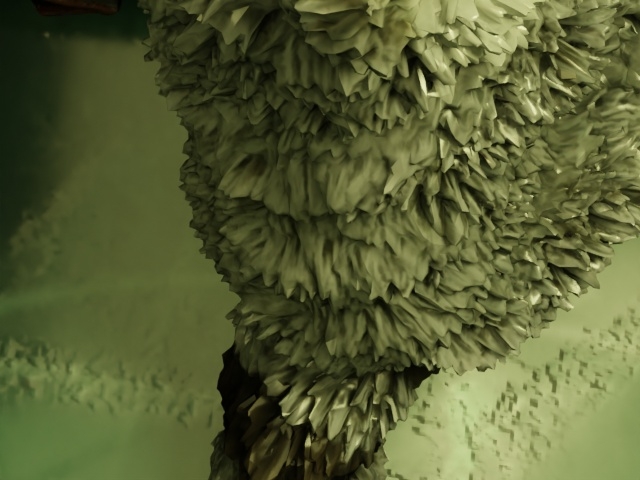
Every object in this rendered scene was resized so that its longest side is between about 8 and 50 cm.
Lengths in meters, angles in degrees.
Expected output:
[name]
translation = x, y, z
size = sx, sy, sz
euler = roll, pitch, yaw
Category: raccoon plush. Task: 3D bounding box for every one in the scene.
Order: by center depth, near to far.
[raccoon plush]
translation = 0.000, 0.000, 0.650
size = 0.216, 0.299, 0.446
euler = 14, 105, 27

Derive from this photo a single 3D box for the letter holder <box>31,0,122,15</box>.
[letter holder]
translation = -0.170, -0.263, 0.809
size = 0.152, 0.214, 0.302
euler = 8, 92, -25
